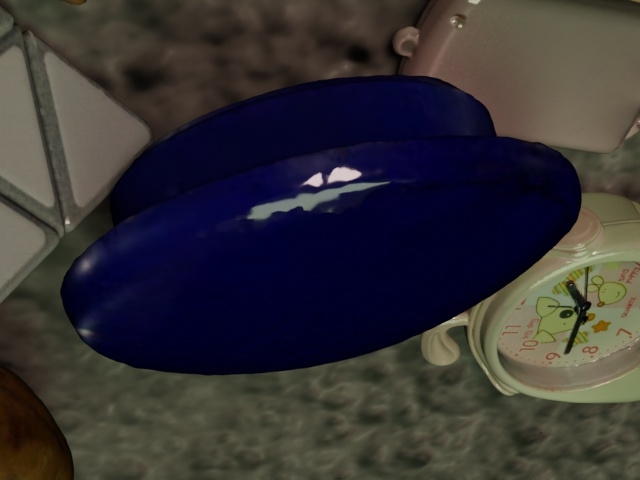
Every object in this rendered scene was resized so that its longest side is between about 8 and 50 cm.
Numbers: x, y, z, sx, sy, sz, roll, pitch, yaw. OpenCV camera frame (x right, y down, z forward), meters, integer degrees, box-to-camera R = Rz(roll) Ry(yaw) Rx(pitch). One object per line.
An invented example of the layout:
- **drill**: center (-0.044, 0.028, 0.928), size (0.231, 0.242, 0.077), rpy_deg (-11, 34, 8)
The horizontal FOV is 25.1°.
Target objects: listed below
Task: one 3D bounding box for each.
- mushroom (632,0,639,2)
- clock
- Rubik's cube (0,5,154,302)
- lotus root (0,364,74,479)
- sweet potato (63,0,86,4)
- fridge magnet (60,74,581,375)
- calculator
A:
- **mushroom**: center (0.136, -0.212, 0.605), size (0.162, 0.173, 0.236), rpy_deg (12, 98, 23)
- **clock**: center (0.159, 0.034, 0.893), size (0.191, 0.062, 0.151), rpy_deg (3, 134, -19)
- **Rubik's cube**: center (-0.237, -0.032, 0.648), size (0.229, 0.233, 0.228), rpy_deg (31, 172, 2)
- **lotus root**: center (-0.241, 0.120, 0.763), size (0.193, 0.193, 0.291), rpy_deg (-33, 152, 17)
- **sweet potato**: center (-0.123, -0.234, 0.510), size (0.106, 0.095, 0.354), rpy_deg (1, 133, -14)
- **fridge magnet**: center (0.000, 0.000, 0.729), size (0.266, 0.112, 0.265), rpy_deg (-13, 164, -4)
- **calculator**: center (0.118, -0.095, 0.770), size (0.175, 0.032, 0.100), rpy_deg (6, 132, -22)
